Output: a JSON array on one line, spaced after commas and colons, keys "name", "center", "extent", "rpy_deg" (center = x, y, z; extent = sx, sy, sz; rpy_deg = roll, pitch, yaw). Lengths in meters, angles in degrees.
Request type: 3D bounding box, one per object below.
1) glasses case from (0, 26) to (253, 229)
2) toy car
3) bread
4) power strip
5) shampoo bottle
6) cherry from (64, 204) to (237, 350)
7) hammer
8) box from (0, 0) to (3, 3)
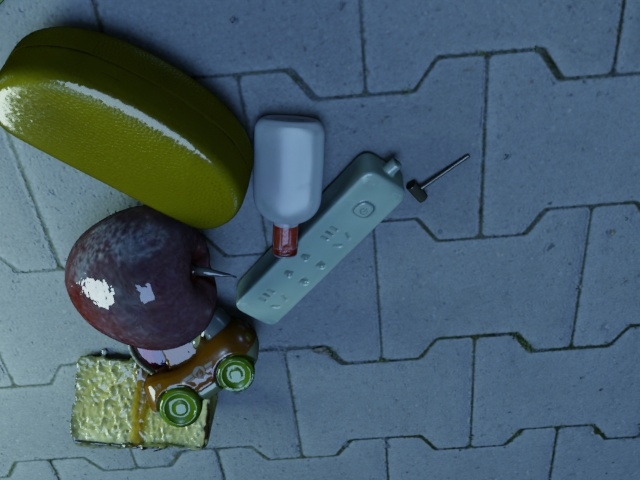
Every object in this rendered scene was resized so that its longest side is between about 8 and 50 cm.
[{"name": "glasses case", "center": [-0.258, -0.169, 1.104], "extent": [0.371, 0.141, 0.173], "rpy_deg": [28, 137, -21]}, {"name": "toy car", "center": [-0.235, 0.186, 1.386], "extent": [0.235, 0.145, 0.235], "rpy_deg": [-1, 100, -3]}, {"name": "bread", "center": [-0.336, 0.317, 1.510], "extent": [0.265, 0.178, 0.142], "rpy_deg": [5, 159, -1]}, {"name": "power strip", "center": [0.000, 0.000, 1.290], "extent": [0.091, 0.062, 0.385], "rpy_deg": [30, 122, -25]}, {"name": "shampoo bottle", "center": [-0.051, -0.080, 1.202], "extent": [0.108, 0.051, 0.221], "rpy_deg": [4, 114, 1]}, {"name": "cherry", "center": [-0.271, 0.060, 1.237], "extent": [0.285, 0.213, 0.236], "rpy_deg": [0, 105, 14]}, {"name": "hammer", "center": [0.190, -0.104, 1.243], "extent": [0.110, 0.019, 0.035], "rpy_deg": [-35, 121, 17]}, {"name": "box", "center": [-0.508, -0.405, 0.976], "extent": [0.153, 0.041, 0.279], "rpy_deg": [-34, 122, 22]}]
